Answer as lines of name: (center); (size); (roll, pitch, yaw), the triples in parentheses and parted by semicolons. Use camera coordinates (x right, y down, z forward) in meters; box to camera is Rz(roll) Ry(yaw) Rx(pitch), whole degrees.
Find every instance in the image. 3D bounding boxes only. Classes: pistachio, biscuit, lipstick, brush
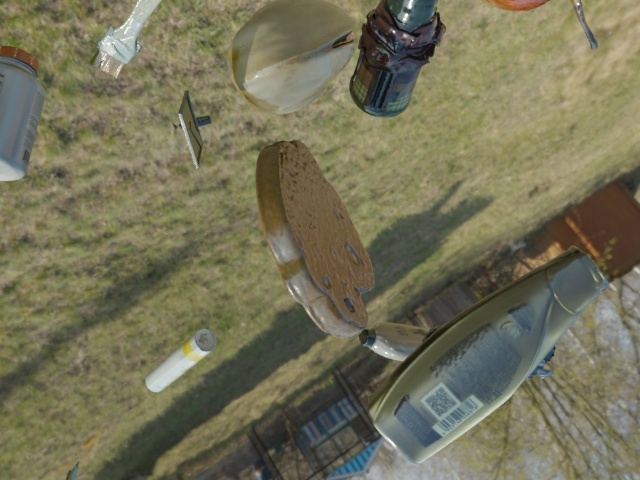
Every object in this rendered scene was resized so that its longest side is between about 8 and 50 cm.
pistachio: (-0.083, -0.511, 1.543); (0.365, 0.282, 0.445); (-2, -152, 33)
biscuit: (0.000, 0.000, 1.030); (0.074, 0.359, 0.381); (-18, 143, 19)
lipstick: (-0.338, 0.291, 1.345); (0.059, 0.059, 0.264); (-11, 158, -50)
brush: (-0.420, -0.492, 1.271); (0.085, 0.020, 0.336); (27, 134, -30)

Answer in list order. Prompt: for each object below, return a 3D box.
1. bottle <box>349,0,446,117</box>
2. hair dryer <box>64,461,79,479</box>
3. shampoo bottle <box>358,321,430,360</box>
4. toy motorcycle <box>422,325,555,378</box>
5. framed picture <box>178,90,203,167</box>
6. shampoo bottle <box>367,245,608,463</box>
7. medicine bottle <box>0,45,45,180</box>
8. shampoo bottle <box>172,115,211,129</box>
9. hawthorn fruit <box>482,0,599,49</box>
bottle: (0.150, -0.362, 1.048); (0.156, 0.143, 0.271); (-17, 153, -22)
hair dryer: (-0.436, 0.441, 0.770); (0.092, 0.267, 0.229); (-26, 147, 21)
shampoo bottle: (0.214, 0.260, 1.437); (0.256, 0.127, 0.078); (9, 119, -26)
toy motorcycle: (0.342, 0.250, 1.146); (0.270, 0.159, 0.106); (1, 174, 1)
framed picture: (-0.303, -0.261, 1.325); (0.011, 0.109, 0.149); (-6, 132, 3)
shampoo bottle: (0.220, 0.147, 0.744); (0.350, 0.125, 0.084); (-45, -179, 12)
medicine bottle: (-0.727, -0.295, 1.286); (0.156, 0.289, 0.157); (5, 163, 1)
shampoo bottle: (-0.470, -0.429, 2.064); (0.137, 0.048, 0.027); (-18, 164, -20)
hawthorn fruit: (0.318, -0.462, 0.822); (0.235, 0.262, 0.232); (16, 97, -65)
